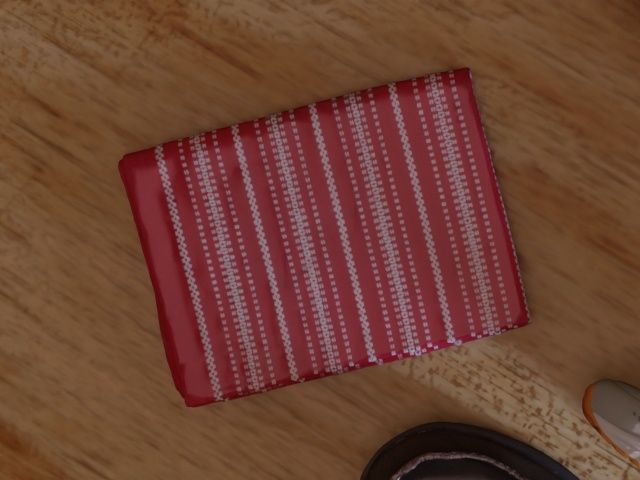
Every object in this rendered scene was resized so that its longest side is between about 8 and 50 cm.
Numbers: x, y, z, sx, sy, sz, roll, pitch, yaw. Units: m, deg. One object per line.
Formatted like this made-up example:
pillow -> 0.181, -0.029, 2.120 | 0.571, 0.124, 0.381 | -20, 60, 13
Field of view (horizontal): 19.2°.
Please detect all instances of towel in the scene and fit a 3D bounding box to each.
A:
towel -> 0.000, 0.000, 1.384 | 0.275, 0.031, 0.198 | -14, 93, 10

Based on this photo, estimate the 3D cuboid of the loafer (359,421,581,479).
loafer -> 0.183, 0.266, 1.337 | 0.366, 0.130, 0.134 | 37, 102, 3

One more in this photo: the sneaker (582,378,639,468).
sneaker -> 0.315, 0.130, 1.321 | 0.262, 0.099, 0.121 | 20, 94, -1
